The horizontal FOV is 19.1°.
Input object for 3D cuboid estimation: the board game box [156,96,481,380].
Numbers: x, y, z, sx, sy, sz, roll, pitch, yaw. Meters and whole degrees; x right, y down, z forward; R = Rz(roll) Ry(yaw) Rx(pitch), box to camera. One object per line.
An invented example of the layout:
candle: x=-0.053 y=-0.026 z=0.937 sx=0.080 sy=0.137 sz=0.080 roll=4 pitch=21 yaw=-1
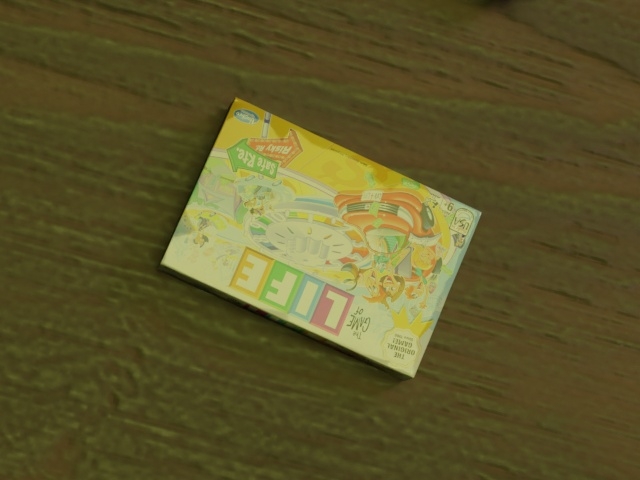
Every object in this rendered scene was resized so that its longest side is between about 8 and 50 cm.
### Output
board game box: x=0.000 y=0.000 z=1.057 sx=0.154 sy=0.026 sz=0.103 roll=24 pitch=78 yaw=-6
